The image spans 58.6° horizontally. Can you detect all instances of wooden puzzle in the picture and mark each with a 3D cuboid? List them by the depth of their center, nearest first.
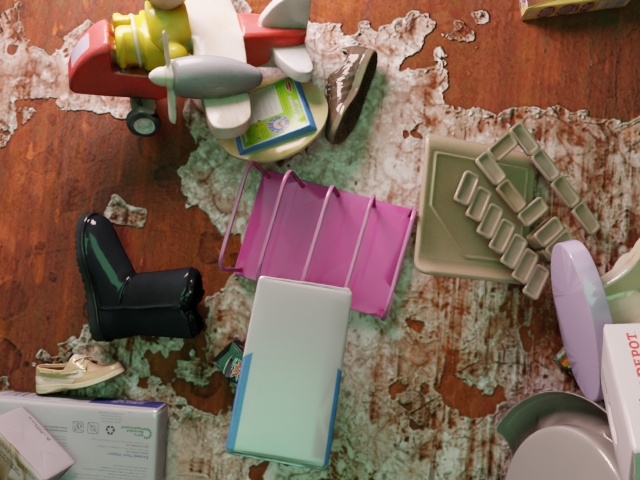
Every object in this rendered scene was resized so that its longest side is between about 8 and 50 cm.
[{"bbox_3d":[0.263,-0.051,0.975,0.221,0.044,0.238,7,83,-20],"label":"wooden puzzle"}]

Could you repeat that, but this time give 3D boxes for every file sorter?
[{"bbox_3d":[0.000,0.000,0.957,0.291,0.182,0.201,16,88,6],"label":"file sorter"}]

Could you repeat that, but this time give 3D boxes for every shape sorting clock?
[{"bbox_3d":[-0.087,-0.217,1.019,0.206,0.040,0.206,-8,56,13],"label":"shape sorting clock"}]

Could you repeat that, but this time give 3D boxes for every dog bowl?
[{"bbox_3d":[0.375,0.402,0.826,0.102,0.349,0.348,14,87,-18],"label":"dog bowl"}]

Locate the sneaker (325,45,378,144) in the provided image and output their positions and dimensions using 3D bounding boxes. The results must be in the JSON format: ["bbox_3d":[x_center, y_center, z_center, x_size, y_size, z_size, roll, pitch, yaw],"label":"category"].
[{"bbox_3d":[0.041,-0.266,1.041,0.071,0.066,0.188,22,83,23],"label":"sneaker"}]

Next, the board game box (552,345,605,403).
[{"bbox_3d":[0.537,0.152,0.973,0.136,0.030,0.259,41,91,9],"label":"board game box"}]

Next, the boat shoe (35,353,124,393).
[{"bbox_3d":[-0.446,0.238,1.044,0.170,0.063,0.059,-12,91,5],"label":"boat shoe"}]

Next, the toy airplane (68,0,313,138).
[{"bbox_3d":[-0.199,-0.357,0.952,0.386,0.272,0.384,23,65,24],"label":"toy airplane"}]

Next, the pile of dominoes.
[{"bbox_3d":[0.343,-0.047,0.972,0.196,0.040,0.251,-38,91,-15],"label":"pile of dominoes"}]

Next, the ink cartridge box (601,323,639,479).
[{"bbox_3d":[0.487,0.198,0.657,0.273,0.198,0.114,-5,124,19],"label":"ink cartridge box"}]

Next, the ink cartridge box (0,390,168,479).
[{"bbox_3d":[-0.445,0.449,1.028,0.325,0.071,0.329,3,90,6],"label":"ink cartridge box"}]

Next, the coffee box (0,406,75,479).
[{"bbox_3d":[-0.562,0.425,0.957,0.141,0.098,0.246,43,93,7],"label":"coffee box"}]

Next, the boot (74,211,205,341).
[{"bbox_3d":[-0.317,0.062,1.026,0.207,0.094,0.246,-6,92,9],"label":"boot"}]

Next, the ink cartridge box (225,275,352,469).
[{"bbox_3d":[-0.049,0.198,0.841,0.129,0.307,0.223,9,73,-3],"label":"ink cartridge box"}]

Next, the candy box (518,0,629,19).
[{"bbox_3d":[0.448,-0.464,1.012,0.187,0.053,0.109,-6,86,6],"label":"candy box"}]

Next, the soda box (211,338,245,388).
[{"bbox_3d":[-0.113,0.254,1.011,0.053,0.060,0.169,-45,84,-3],"label":"soda box"}]

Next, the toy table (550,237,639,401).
[{"bbox_3d":[0.461,0.106,0.863,0.161,0.252,0.274,-16,126,8],"label":"toy table"}]
